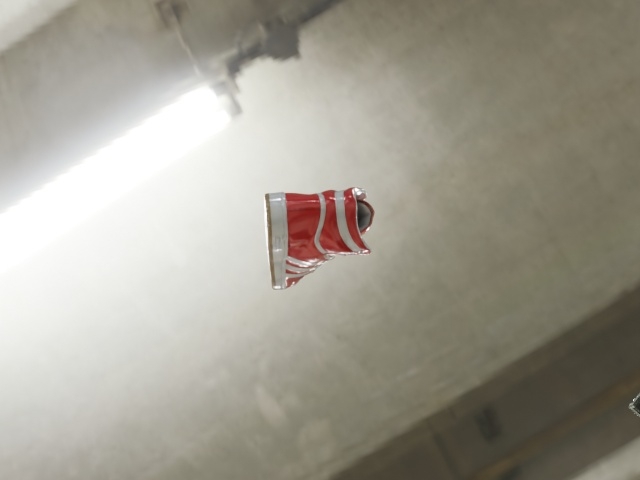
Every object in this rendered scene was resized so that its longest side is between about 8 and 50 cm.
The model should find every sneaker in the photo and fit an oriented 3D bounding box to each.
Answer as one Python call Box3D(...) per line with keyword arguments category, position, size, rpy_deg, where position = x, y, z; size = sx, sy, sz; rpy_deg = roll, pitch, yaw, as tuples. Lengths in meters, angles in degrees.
Box3D(category="sneaker", position=(0.000, 0.000, 0.969), size=(0.067, 0.042, 0.118), rpy_deg=(-5, -18, -2))

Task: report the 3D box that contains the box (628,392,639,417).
Box3D(category="box", position=(0.240, 0.006, 0.732), size=(0.190, 0.045, 0.184), rpy_deg=(-55, -17, 20))
